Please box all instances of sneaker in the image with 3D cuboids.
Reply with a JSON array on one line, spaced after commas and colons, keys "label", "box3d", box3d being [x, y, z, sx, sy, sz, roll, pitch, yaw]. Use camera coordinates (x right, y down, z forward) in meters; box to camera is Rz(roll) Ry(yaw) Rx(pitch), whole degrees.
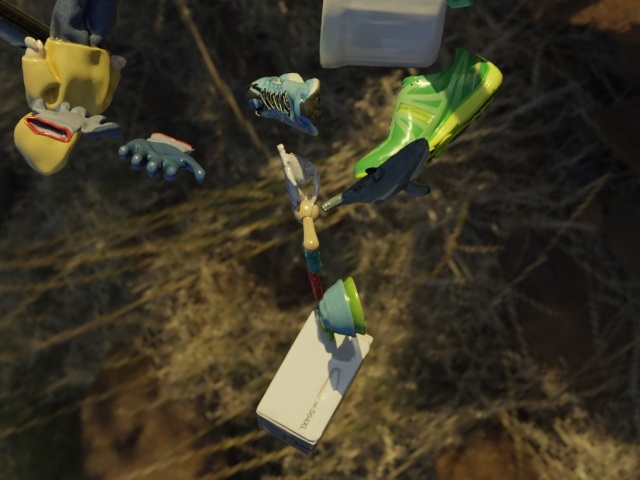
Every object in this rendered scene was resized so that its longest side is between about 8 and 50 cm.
[{"label": "sneaker", "box3d": [0.159, -0.195, 2.234, 0.123, 0.295, 0.109, 46, 171, 13]}, {"label": "sneaker", "box3d": [-0.044, -0.150, 1.535, 0.162, 0.073, 0.063, -149, 57, -70]}]

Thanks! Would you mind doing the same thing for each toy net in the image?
[{"label": "toy net", "box3d": [0.000, 0.000, 1.573, 0.122, 0.045, 0.232, 130, 125, -87]}]

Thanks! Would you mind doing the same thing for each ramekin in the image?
[{"label": "ramekin", "box3d": [0.083, -0.327, 1.582, 0.135, 0.277, 0.277, 8, 137, 2]}]

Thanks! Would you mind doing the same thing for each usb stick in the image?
[{"label": "usb stick", "box3d": [-0.510, -0.348, 2.050, 0.077, 0.278, 0.045, -8, 68, 33]}]

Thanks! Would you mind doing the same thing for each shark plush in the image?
[{"label": "shark plush", "box3d": [0.071, -0.087, 1.838, 0.067, 0.161, 0.073, 74, 178, -64]}]

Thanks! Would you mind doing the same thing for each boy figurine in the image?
[{"label": "boy figurine", "box3d": [-0.335, -0.228, 1.863, 0.092, 0.177, 0.285, 29, 110, 31]}]

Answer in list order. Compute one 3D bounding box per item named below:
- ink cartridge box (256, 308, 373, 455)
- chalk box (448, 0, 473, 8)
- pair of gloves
[{"label": "ink cartridge box", "box3d": [-0.009, 0.180, 1.717, 0.086, 0.148, 0.203, 28, 167, 5]}, {"label": "chalk box", "box3d": [0.167, -0.450, 2.118, 0.132, 0.132, 0.213, 5, 123, 64]}, {"label": "pair of gloves", "box3d": [-0.207, -0.100, 1.402, 0.198, 0.159, 0.023, 21, 103, -1]}]
